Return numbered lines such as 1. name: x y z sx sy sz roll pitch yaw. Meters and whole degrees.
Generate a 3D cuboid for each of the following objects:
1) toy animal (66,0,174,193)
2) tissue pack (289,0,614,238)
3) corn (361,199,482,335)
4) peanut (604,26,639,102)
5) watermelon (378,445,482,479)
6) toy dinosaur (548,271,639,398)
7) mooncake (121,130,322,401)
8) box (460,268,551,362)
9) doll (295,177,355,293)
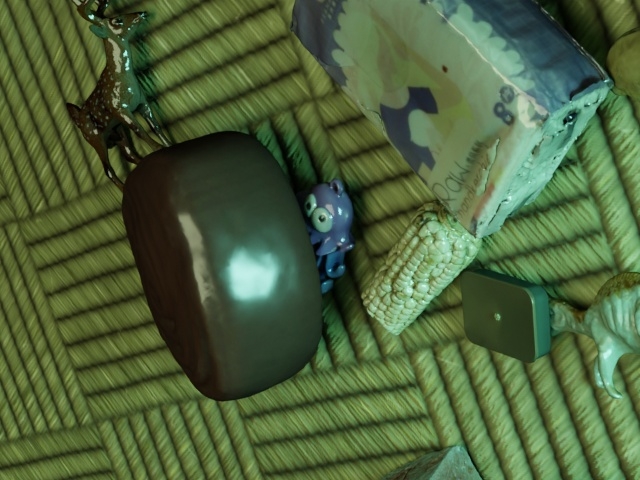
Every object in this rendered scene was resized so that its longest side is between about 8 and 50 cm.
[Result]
1. toy animal: -0.283 -0.207 1.987 0.260 0.087 0.243 55 131 8
2. tissue pack: 0.128 -0.197 1.563 0.343 0.125 0.242 49 149 16
3. corn: 0.108 0.037 1.729 0.087 0.087 0.211 51 131 15
4. peanut: 0.365 -0.174 1.414 0.214 0.090 0.098 -4 96 42
5. watermelon: 0.126 0.380 1.829 0.262 0.201 0.213 29 137 -24
6. toy dinosaur: 0.382 0.118 1.515 0.393 0.092 0.205 -23 84 53
7. mooncake: -0.137 0.021 1.849 0.334 0.174 0.325 45 146 42
8. box: 0.210 0.083 1.671 0.126 0.031 0.091 16 116 55
9. doll: 0.000 0.000 1.829 0.110 0.067 0.206 48 142 30
